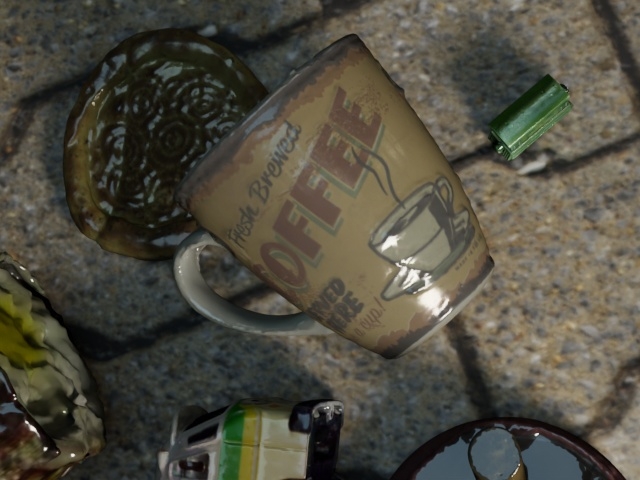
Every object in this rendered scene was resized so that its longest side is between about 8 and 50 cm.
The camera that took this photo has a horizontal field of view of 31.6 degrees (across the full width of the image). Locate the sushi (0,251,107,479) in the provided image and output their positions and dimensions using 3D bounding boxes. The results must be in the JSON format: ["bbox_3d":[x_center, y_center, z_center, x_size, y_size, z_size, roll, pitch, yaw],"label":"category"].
[{"bbox_3d":[-0.384,0.163,1.078,0.294,0.299,0.281,-38,99,7],"label":"sushi"}]

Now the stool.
[{"bbox_3d":[0.160,0.292,0.994,0.272,0.178,0.272,-2,81,13],"label":"stool"}]

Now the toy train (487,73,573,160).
[{"bbox_3d":[0.204,-0.122,1.104,0.093,0.056,0.038,-40,74,4],"label":"toy train"}]

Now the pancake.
[{"bbox_3d":[-0.160,-0.101,1.194,0.250,0.031,0.250,-2,81,12],"label":"pancake"}]

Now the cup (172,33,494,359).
[{"bbox_3d":[0.000,0.000,1.063,0.301,0.227,0.257,-40,90,25],"label":"cup"}]

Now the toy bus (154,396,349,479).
[{"bbox_3d":[-0.072,0.296,1.063,0.179,0.143,0.305,4,85,15],"label":"toy bus"}]
